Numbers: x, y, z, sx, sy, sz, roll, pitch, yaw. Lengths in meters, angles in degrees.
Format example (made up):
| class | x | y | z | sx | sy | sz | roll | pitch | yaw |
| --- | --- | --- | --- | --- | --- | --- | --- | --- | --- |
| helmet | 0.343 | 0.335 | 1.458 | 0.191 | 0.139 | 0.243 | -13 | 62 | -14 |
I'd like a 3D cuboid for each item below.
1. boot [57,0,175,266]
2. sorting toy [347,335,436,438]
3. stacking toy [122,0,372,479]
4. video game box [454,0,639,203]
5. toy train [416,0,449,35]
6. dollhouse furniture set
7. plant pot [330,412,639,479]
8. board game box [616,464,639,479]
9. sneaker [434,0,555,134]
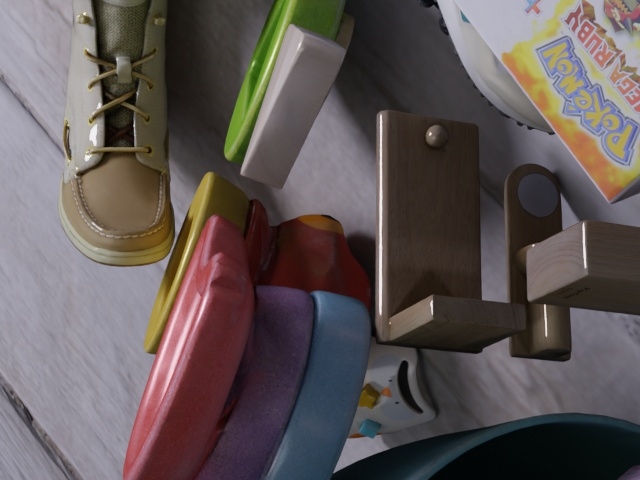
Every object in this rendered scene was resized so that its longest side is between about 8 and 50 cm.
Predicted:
| class | x | y | z | sx | sy | sz | roll | pitch | yaw |
| --- | --- | --- | --- | --- | --- | --- | --- | --- | --- |
| boot | -0.132 | -0.100 | 0.944 | 0.213 | 0.077 | 0.165 | -106 | 21 | -50 |
| sorting toy | 0.038 | 0.096 | 0.940 | 0.075 | 0.045 | 0.083 | -10 | 104 | 34 |
| stacking toy | 0.000 | 0.000 | 0.794 | 0.309 | 0.130 | 0.279 | -95 | 27 | -68 |
| video game box | 0.133 | -0.151 | 0.607 | 0.205 | 0.048 | 0.187 | 55 | 130 | 13 |
| toy train | 0.044 | -0.169 | 0.770 | 0.158 | 0.027 | 0.036 | 52 | 133 | 17 |
| dollhouse furniture set | 0.122 | -0.019 | 0.685 | 0.151 | 0.144 | 0.123 | 144 | 130 | -63 |
| plant pot | 0.073 | 0.243 | 0.782 | 0.235 | 0.293 | 0.293 | -16 | 98 | 63 |
| board game box | 0.306 | 0.226 | 0.592 | 0.318 | 0.066 | 0.318 | -18 | 96 | 43 |
| sneaker | 0.096 | -0.130 | 0.698 | 0.161 | 0.057 | 0.075 | 63 | 150 | 5 |
